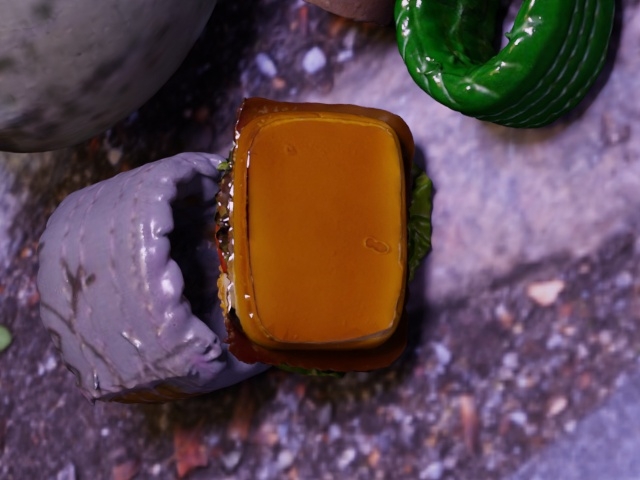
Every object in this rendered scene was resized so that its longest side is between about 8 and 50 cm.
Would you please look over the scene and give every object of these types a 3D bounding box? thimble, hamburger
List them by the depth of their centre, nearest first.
[{"bbox_3d":[0.108,-0.134,1.060,0.118,0.090,0.130,43,108,38],"label":"thimble"},{"bbox_3d":[0.000,0.000,1.110,0.087,0.137,0.166,155,119,-74],"label":"hamburger"},{"bbox_3d":[-0.098,0.026,1.172,0.118,0.127,0.151,-19,82,38],"label":"thimble"}]

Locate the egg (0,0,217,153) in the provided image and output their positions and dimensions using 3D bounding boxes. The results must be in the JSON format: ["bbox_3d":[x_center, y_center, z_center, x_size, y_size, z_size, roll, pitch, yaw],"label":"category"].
[{"bbox_3d":[-0.214,-0.269,1.190,0.345,0.345,0.428,-1,95,40],"label":"egg"}]

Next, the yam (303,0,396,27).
[{"bbox_3d":[0.038,-0.196,1.140,0.084,0.084,0.127,37,106,38],"label":"yam"}]
